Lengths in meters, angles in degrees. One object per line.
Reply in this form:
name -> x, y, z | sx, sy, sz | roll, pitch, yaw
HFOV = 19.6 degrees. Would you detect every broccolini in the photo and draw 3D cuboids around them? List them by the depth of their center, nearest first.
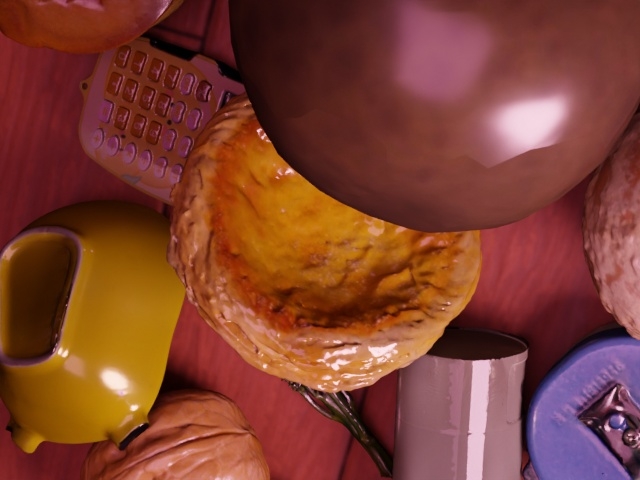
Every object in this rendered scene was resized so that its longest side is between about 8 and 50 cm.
broccolini -> 0.007, 0.167, 1.850 | 0.058, 0.074, 0.201 | -31, 92, 4

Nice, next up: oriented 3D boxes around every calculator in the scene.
calculator -> -0.140, -0.115, 1.861 | 0.236, 0.033, 0.157 | 24, 108, 15

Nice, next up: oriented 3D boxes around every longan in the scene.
longan -> 0.098, -0.199, 1.587 | 0.404, 0.336, 0.404 | -16, 61, 31

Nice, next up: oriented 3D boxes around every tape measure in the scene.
tape measure -> 0.348, 0.142, 1.716 | 0.215, 0.098, 0.351 | 46, 108, 4

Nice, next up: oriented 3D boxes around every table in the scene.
table -> 0.132, 0.204, 1.780 | 0.126, 0.126, 0.220 | 5, 102, 17

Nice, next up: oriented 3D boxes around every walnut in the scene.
walnut -> -0.150, 0.238, 1.866 | 0.197, 0.165, 0.165 | -22, 93, 18

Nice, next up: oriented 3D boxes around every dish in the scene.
dish -> -0.255, 0.073, 1.834 | 0.221, 0.108, 0.262 | -4, 71, 32

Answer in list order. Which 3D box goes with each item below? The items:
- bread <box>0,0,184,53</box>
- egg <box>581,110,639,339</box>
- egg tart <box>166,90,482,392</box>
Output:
bread -> -0.229, -0.316, 1.788 | 0.270, 0.148, 0.270 | 4, 102, 18
egg -> 0.334, -0.021, 1.635 | 0.203, 0.203, 0.245 | 18, 99, 14
egg tart -> 0.000, 0.000, 1.749 | 0.319, 0.319, 0.128 | 45, 153, 6
